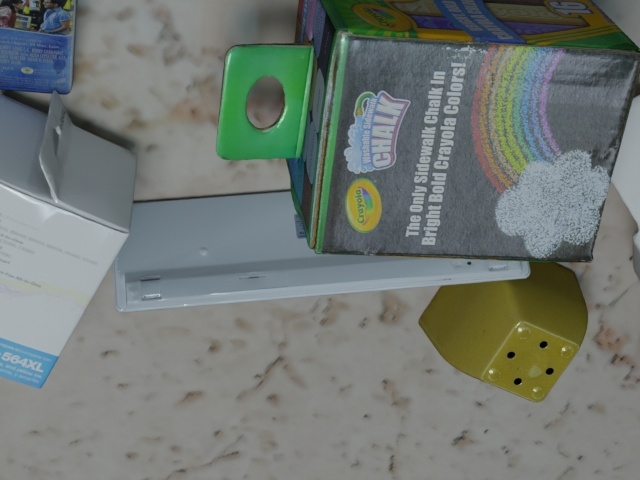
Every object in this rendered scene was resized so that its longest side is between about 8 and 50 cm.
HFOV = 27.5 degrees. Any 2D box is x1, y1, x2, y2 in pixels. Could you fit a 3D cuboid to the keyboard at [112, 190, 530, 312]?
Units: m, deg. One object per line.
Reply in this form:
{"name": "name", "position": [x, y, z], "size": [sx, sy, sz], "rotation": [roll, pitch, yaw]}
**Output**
{"name": "keyboard", "position": [0.000, 0.000, 0.810], "size": [0.256, 0.072, 0.014], "rotation": [-4, 151, -7]}

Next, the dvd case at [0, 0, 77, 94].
{"name": "dvd case", "position": [-0.208, -0.150, 0.637], "size": [0.180, 0.022, 0.253], "rotation": [4, 155, -11]}

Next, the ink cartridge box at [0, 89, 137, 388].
{"name": "ink cartridge box", "position": [-0.169, -0.005, 0.751], "size": [0.090, 0.092, 0.143], "rotation": [24, 120, -20]}

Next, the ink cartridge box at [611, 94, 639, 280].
{"name": "ink cartridge box", "position": [0.329, 0.045, 0.795], "size": [0.207, 0.119, 0.353], "rotation": [-28, 74, 6]}

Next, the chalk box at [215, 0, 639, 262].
{"name": "chalk box", "position": [0.048, -0.076, 0.741], "size": [0.213, 0.132, 0.132], "rotation": [3, 118, -10]}

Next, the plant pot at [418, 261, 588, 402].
{"name": "plant pot", "position": [0.124, 0.058, 0.847], "size": [0.082, 0.083, 0.081], "rotation": [24, 111, -19]}
